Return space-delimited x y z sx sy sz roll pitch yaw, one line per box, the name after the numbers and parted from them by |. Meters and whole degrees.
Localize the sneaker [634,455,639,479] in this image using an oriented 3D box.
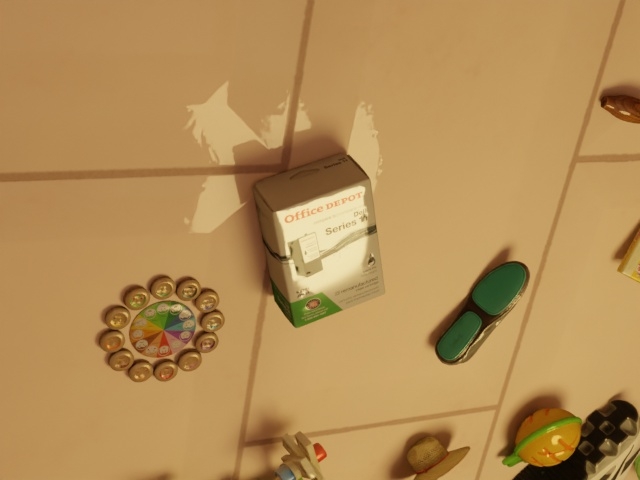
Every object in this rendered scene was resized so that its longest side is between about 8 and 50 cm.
0.871 0.384 2.046 0.483 0.202 0.185 -37 129 0 | sneaker

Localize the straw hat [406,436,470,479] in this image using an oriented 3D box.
0.190 0.382 1.797 0.144 0.144 0.061 -37 88 -1 | straw hat

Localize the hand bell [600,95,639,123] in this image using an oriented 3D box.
0.548 -0.188 1.608 0.242 0.126 0.126 12 114 -18 | hand bell

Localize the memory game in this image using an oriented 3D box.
-0.227 0.131 1.467 0.186 0.012 0.186 -13 125 -19 | memory game

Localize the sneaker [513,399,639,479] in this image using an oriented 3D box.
0.505 0.465 1.969 0.331 0.122 0.146 -38 127 0 | sneaker

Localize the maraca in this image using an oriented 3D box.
0.411 0.374 1.885 0.127 0.099 0.185 -3 146 -29 | maraca

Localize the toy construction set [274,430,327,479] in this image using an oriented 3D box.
-0.132 0.429 1.626 0.328 0.151 0.215 -26 114 -8 | toy construction set

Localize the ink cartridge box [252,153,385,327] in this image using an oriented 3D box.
0.000 0.000 1.448 0.153 0.087 0.208 -20 126 -14 | ink cartridge box

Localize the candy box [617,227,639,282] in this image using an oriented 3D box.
0.627 0.053 1.764 0.206 0.027 0.105 27 95 -10 | candy box

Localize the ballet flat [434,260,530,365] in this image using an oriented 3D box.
0.270 0.119 1.681 0.213 0.072 0.068 -51 155 11 | ballet flat
